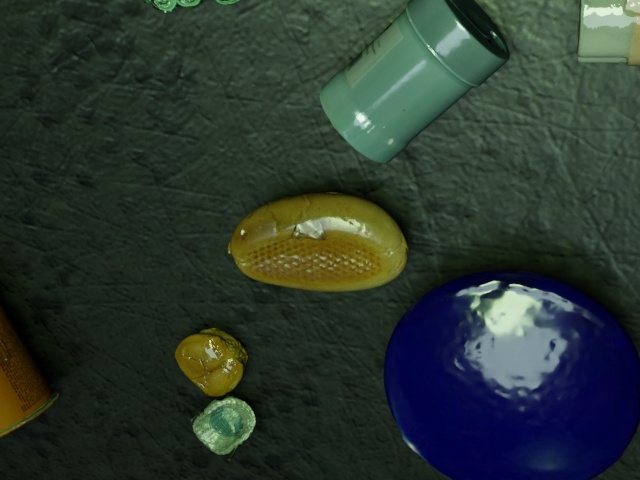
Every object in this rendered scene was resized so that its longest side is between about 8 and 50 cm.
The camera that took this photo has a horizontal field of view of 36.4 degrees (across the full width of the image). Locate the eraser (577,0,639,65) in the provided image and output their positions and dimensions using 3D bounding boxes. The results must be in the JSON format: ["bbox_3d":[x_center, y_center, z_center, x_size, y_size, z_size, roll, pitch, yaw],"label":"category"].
[{"bbox_3d":[0.366,-0.227,0.807,0.291,0.087,0.171,2,112,14],"label":"eraser"}]

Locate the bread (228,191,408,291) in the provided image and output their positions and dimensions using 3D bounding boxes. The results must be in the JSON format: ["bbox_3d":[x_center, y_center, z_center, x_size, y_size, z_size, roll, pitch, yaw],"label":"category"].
[{"bbox_3d":[0.000,0.000,1.020,0.190,0.077,0.114,2,135,14],"label":"bread"}]

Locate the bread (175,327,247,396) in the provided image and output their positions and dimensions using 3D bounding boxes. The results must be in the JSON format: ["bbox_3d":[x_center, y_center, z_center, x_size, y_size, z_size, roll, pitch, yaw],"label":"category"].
[{"bbox_3d":[-0.125,0.141,1.136,0.081,0.046,0.083,-7,113,21],"label":"bread"}]

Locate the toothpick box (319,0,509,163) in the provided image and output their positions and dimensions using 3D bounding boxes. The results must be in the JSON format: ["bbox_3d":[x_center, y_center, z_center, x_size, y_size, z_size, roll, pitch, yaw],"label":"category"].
[{"bbox_3d":[0.086,-0.157,0.908,0.101,0.101,0.153,46,118,-8],"label":"toothpick box"}]

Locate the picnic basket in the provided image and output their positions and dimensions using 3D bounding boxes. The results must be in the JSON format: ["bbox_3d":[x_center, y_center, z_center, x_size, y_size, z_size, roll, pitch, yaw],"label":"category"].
[{"bbox_3d":[-0.117,0.219,1.150,0.083,0.083,0.065,-40,94,24],"label":"picnic basket"}]

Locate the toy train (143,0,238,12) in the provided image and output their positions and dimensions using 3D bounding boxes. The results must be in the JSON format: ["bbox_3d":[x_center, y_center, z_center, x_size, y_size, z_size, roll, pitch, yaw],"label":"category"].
[{"bbox_3d":[-0.111,-0.264,0.949,0.148,0.038,0.070,-4,113,17],"label":"toy train"}]

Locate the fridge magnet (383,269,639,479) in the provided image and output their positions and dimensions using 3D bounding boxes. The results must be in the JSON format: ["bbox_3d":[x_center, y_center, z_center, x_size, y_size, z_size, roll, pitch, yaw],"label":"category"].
[{"bbox_3d":[0.197,0.147,1.010,0.266,0.112,0.265,6,115,12],"label":"fridge magnet"}]

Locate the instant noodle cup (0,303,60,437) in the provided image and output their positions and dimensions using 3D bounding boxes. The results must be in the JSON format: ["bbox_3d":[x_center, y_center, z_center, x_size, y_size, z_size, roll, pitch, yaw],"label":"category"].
[{"bbox_3d":[-0.447,0.146,1.141,0.230,0.230,0.182,-16,100,22],"label":"instant noodle cup"}]
